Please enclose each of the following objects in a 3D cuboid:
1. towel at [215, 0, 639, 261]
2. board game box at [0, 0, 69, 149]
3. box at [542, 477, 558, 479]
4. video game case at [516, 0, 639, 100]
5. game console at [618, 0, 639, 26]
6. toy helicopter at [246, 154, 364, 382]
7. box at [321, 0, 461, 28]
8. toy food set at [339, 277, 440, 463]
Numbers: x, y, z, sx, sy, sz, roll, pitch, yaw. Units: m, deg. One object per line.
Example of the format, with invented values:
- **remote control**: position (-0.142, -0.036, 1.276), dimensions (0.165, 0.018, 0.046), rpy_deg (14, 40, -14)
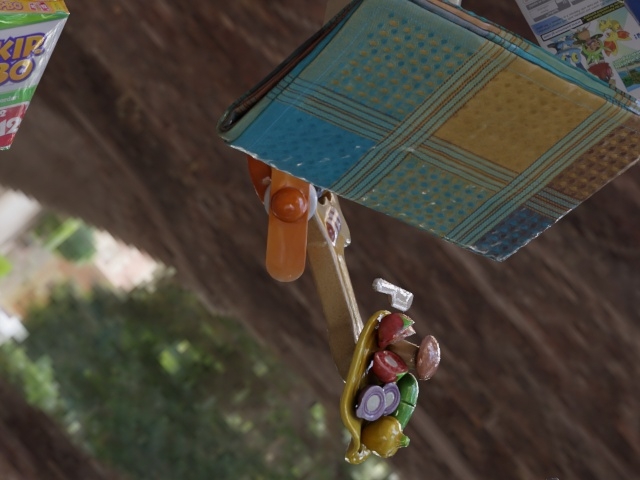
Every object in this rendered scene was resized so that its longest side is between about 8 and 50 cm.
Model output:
- **towel**: position (0.120, -0.109, 1.678), dimensions (0.271, 0.370, 0.040), rpy_deg (-39, -138, 39)
- **board game box**: position (-0.399, -0.209, 2.130), dimensions (0.124, 0.039, 0.259), rpy_deg (-4, 138, -37)
- **box**: position (0.206, 0.431, 2.304), dimensions (0.270, 0.143, 0.165), rpy_deg (-6, 146, -33)
- **video game case**: position (0.414, -0.324, 2.163), dimensions (0.329, 0.300, 0.036), rpy_deg (-23, -150, 20)
- **game console**: position (0.366, -0.333, 1.632), dimensions (0.250, 0.173, 0.293), rpy_deg (-45, 153, -31)
- **toy helicopter**: position (0.000, 0.000, 2.084), dimensions (0.140, 0.355, 0.235), rpy_deg (-18, 168, 10)
- **box**: position (0.076, -0.247, 1.739), dimensions (0.094, 0.113, 0.275), rpy_deg (-5, -117, 37)
- **toy food set**: position (0.087, 0.152, 1.974), dimensions (0.128, 0.071, 0.217), rpy_deg (41, 61, -61)
